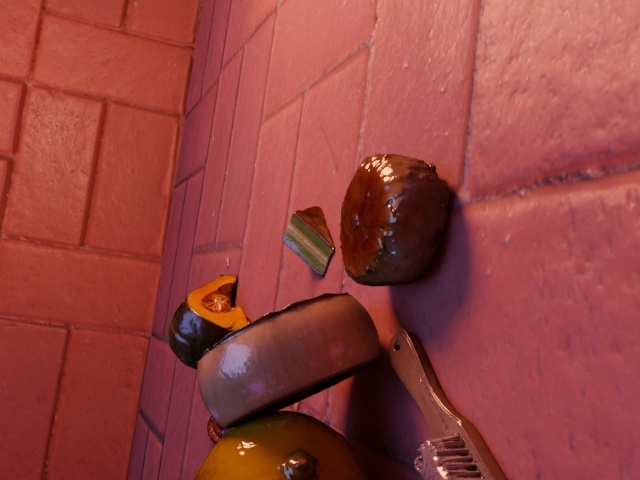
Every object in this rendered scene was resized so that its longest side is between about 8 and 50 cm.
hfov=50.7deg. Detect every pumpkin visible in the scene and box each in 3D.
[{"bbox_3d":[-0.237,0.202,1.660,0.280,0.190,0.139,-29,-37,-59],"label":"pumpkin"}]

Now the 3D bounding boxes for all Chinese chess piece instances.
[{"bbox_3d":[-0.043,0.166,0.938,0.104,0.257,0.257,65,147,16],"label":"Chinese chess piece"}]

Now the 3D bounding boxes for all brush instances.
[{"bbox_3d":[0.125,0.209,0.759,0.327,0.065,0.070,-114,37,-57],"label":"brush"}]

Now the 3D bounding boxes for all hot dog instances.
[{"bbox_3d":[-0.226,0.425,1.569,0.192,0.053,0.099,-5,72,66],"label":"hot dog"}]

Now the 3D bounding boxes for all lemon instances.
[{"bbox_3d":[-0.053,0.363,0.889,0.260,0.261,0.283,-125,31,-62],"label":"lemon"}]

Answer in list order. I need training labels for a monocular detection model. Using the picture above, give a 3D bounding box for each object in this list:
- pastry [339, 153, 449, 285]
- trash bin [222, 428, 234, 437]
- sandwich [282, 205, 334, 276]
[{"bbox_3d":[0.088,-0.024,0.911,0.192,0.093,0.182,-168,86,-68],"label":"pastry"},{"bbox_3d":[-0.122,0.404,1.253,0.236,0.101,0.176,-160,79,-71],"label":"trash bin"},{"bbox_3d":[0.000,0.000,1.245,0.116,0.074,0.074,42,125,28],"label":"sandwich"}]
